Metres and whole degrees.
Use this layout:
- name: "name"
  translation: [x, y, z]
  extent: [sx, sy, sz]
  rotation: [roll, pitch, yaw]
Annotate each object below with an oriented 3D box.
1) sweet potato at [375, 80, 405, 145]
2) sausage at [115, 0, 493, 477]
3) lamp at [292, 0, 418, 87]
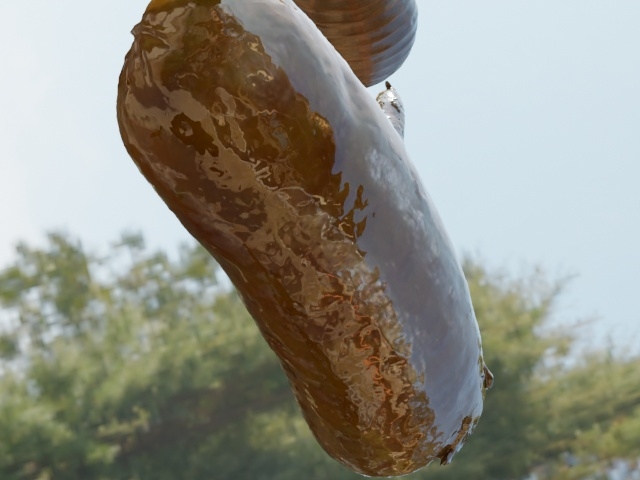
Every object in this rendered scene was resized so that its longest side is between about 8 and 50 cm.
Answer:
- name: "sweet potato"
  translation: [0.057, -0.096, 1.536]
  extent: [0.206, 0.068, 0.060]
  rotation: [-74, 150, -42]
- name: "sausage"
  translation: [-0.001, 0.001, 0.663]
  extent: [0.109, 0.109, 0.270]
  rotation: [45, -11, 49]
- name: "lamp"
  translation: [0.020, -0.199, 1.339]
  extent: [0.136, 0.136, 0.136]
  rotation: [45, -37, 49]
